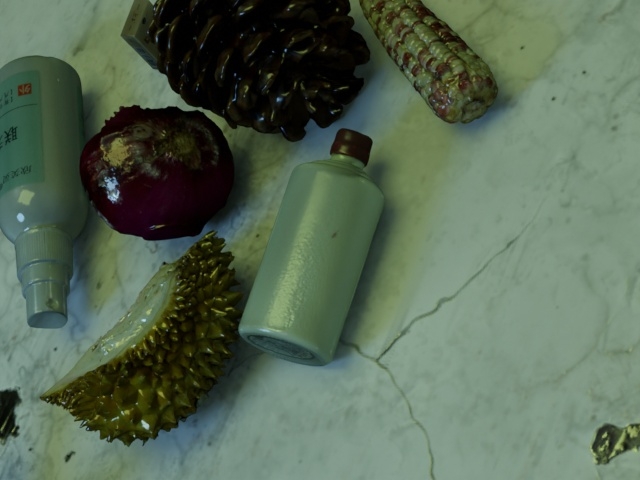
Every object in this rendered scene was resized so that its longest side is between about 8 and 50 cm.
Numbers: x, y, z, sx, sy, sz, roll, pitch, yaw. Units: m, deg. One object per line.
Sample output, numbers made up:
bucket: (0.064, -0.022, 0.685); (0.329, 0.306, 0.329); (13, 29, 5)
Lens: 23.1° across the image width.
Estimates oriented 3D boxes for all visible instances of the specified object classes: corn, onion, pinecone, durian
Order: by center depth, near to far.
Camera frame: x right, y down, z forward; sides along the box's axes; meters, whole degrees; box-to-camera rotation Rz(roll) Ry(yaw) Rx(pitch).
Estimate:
durian: (-0.156, 0.108, 1.642); (0.138, 0.183, 0.250); (38, 96, 13)
corn: (0.108, -0.207, 1.670); (0.079, 0.079, 0.237); (-42, 49, 7)
pinecone: (-0.072, -0.229, 1.713); (0.224, 0.224, 0.272); (-48, 52, 2)
onion: (-0.185, -0.052, 1.752); (0.198, 0.173, 0.135); (120, 137, -54)

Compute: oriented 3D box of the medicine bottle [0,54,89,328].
medicine bottle: (-0.331, -0.054, 1.859); (0.110, 0.110, 0.352); (-23, 55, 22)

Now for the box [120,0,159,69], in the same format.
box: (-0.206, -0.250, 1.899); (0.024, 0.083, 0.053); (8, 69, 30)

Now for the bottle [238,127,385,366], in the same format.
bottle: (0.000, 0.000, 1.613); (0.104, 0.104, 0.245); (7, 70, 36)
